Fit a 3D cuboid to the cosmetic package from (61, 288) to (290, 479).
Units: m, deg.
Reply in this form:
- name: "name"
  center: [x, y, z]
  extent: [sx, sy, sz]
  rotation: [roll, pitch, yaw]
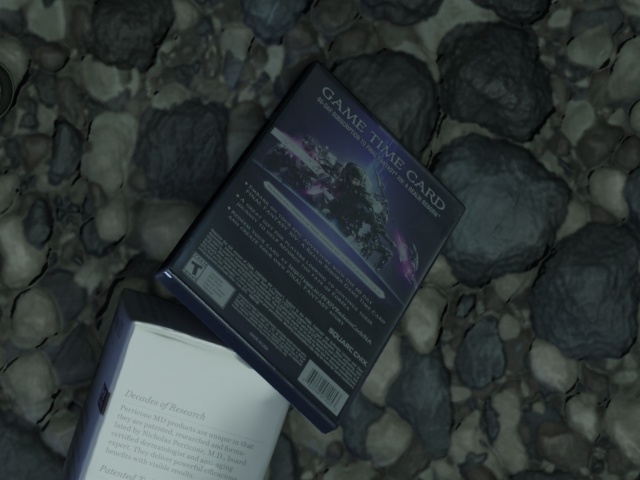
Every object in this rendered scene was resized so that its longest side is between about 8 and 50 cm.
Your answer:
- name: "cosmetic package"
  center: [-0.124, 0.158, 1.575]
  extent: [0.151, 0.151, 0.183]
  rotation: [17, 95, -12]

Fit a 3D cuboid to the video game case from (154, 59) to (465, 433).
- name: "video game case"
  center: [0.000, 0.000, 1.550]
  extent: [0.196, 0.026, 0.274]
  rotation: [44, 51, -14]

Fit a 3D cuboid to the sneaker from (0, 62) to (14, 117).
- name: "sneaker"
  center: [-0.362, -0.109, 1.502]
  extent: [0.222, 0.118, 0.083]
  rotation: [-6, 101, -9]
